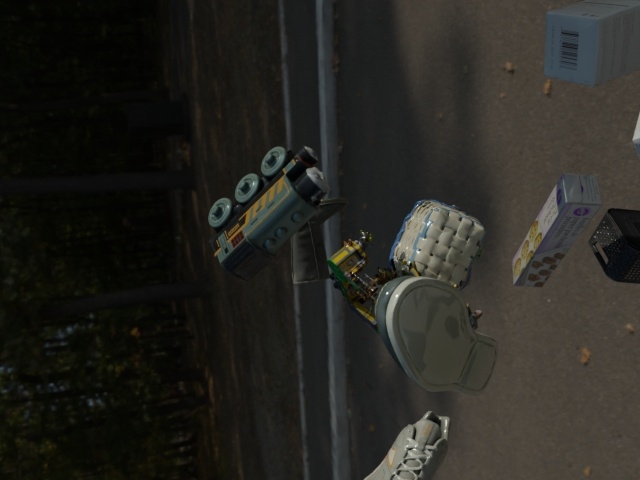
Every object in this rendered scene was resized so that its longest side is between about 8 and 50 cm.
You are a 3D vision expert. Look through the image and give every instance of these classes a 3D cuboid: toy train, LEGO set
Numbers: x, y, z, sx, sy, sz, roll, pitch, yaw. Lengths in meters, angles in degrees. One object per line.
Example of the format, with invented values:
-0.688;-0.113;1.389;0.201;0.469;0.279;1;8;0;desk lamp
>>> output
-0.118;-0.063;1.360;0.334;0.142;0.190;-42;46;14;toy train
0.187;0.103;1.252;0.331;0.192;0.255;36;159;47;LEGO set

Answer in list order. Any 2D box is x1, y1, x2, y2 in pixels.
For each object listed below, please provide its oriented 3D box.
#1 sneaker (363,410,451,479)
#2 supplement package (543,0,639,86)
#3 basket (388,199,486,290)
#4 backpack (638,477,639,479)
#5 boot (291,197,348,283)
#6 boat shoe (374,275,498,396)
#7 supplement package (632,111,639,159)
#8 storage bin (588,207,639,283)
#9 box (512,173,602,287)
0.128;0.326;0.876;0.121;0.099;0.262;-69;-16;15;sneaker
0.458;-0.326;0.954;0.105;0.179;0.105;40;146;53;supplement package
0.279;0.028;1.487;0.289;0.201;0.255;-130;64;-82;basket
0.433;0.438;0.652;0.290;0.355;0.273;29;170;47;backpack
0.001;0.000;1.594;0.076;0.189;0.208;149;109;-82;boot
0.128;0.119;0.741;0.099;0.319;0.116;19;79;37;boat shoe
0.783;-0.220;1.218;0.199;0.263;0.198;-10;124;43;supplement package
0.626;0.012;1.144;0.122;0.180;0.084;-95;14;-47;storage bin
0.441;-0.007;1.152;0.324;0.063;0.067;89;-175;-61;box
